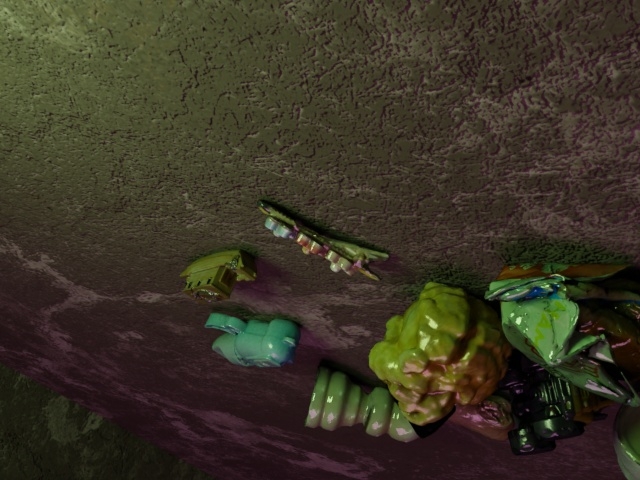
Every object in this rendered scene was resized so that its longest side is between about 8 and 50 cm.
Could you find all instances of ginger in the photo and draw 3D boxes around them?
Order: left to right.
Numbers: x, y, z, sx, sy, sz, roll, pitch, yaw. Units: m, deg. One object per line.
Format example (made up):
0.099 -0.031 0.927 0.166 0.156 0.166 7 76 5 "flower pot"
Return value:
0.265 0.306 1.573 0.213 0.074 0.137 28 142 -18 "ginger"

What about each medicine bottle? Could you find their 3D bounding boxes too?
0.538 0.318 1.318 0.147 0.147 0.143 7 151 26 "medicine bottle"

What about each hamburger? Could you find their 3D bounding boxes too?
0.356 0.135 1.108 0.276 0.150 0.260 10 153 19 "hamburger"

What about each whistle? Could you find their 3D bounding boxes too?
-0.128 0.206 1.651 0.186 0.093 0.274 35 153 -27 "whistle"

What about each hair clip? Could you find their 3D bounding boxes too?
-0.003 0.006 1.228 0.214 0.056 0.062 23 -174 -5 "hair clip"

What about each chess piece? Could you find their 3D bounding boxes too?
0.098 0.344 1.724 0.243 0.133 0.133 13 153 1 "chess piece"

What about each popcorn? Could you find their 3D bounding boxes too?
0.184 0.179 1.256 0.200 0.203 0.226 31 163 -5 "popcorn"

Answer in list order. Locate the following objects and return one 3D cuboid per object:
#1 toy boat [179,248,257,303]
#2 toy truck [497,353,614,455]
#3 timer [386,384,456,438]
-0.175 0.063 1.426 0.057 0.077 0.200 38 149 -28 "toy boat"
0.384 0.247 1.324 0.165 0.147 0.224 -4 158 -10 "toy truck"
0.173 0.277 1.527 0.144 0.055 0.187 58 161 20 "timer"
